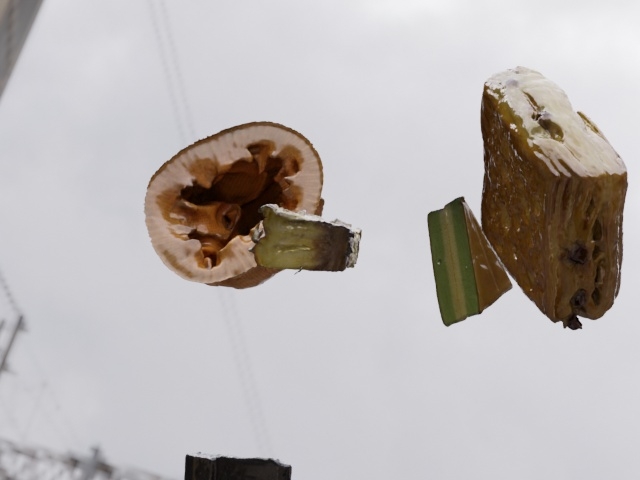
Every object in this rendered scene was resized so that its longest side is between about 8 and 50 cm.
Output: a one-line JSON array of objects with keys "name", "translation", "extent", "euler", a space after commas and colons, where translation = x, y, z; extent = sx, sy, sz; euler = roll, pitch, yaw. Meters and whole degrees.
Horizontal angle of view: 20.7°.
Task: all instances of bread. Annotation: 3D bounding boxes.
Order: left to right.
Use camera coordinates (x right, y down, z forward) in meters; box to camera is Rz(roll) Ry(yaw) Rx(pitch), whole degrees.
[{"name": "bread", "translation": [0.172, 0.026, 2.241], "extent": [0.074, 0.084, 0.139], "euler": [-24, -84, 43]}, {"name": "bread", "translation": [0.232, -0.044, 1.738], "extent": [0.099, 0.235, 0.210], "euler": [-11, -58, -11]}]

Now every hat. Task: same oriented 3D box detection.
[{"name": "hat", "translation": [-0.098, 0.006, 2.333], "extent": [0.233, 0.244, 0.233], "euler": [-3, -31, 7]}]

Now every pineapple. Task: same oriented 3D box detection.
[{"name": "pineapple", "translation": [0.000, 0.000, 1.855], "extent": [0.137, 0.069, 0.116], "euler": [1, 7, -37]}]

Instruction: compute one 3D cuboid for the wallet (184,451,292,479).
[{"name": "wallet", "translation": [-0.111, 0.416, 2.095], "extent": [0.170, 0.321, 0.044], "euler": [-1, -7, 41]}]
